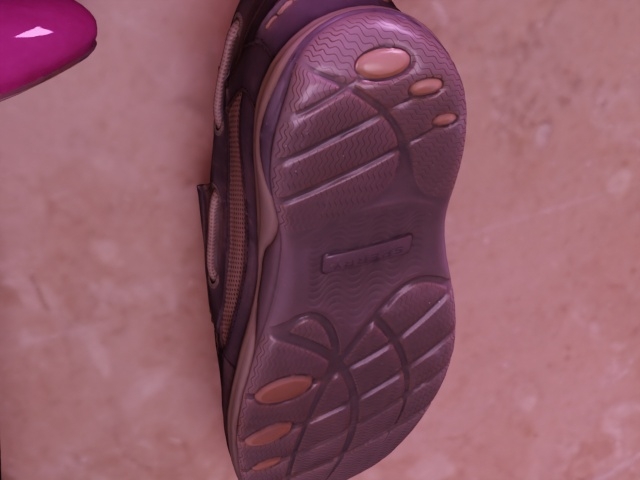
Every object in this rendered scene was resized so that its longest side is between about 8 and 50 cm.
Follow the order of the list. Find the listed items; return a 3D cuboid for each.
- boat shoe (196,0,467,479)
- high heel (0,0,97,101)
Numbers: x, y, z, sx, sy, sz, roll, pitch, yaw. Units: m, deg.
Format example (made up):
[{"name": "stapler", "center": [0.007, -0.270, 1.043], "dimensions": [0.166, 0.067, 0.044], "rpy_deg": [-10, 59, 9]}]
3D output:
[{"name": "boat shoe", "center": [0.000, 0.000, 0.899], "dimensions": [0.132, 0.130, 0.355], "rpy_deg": [-8, 134, -20]}, {"name": "high heel", "center": [-0.298, -0.136, 0.760], "dimensions": [0.377, 0.127, 0.181], "rpy_deg": [-9, 110, -16]}]
